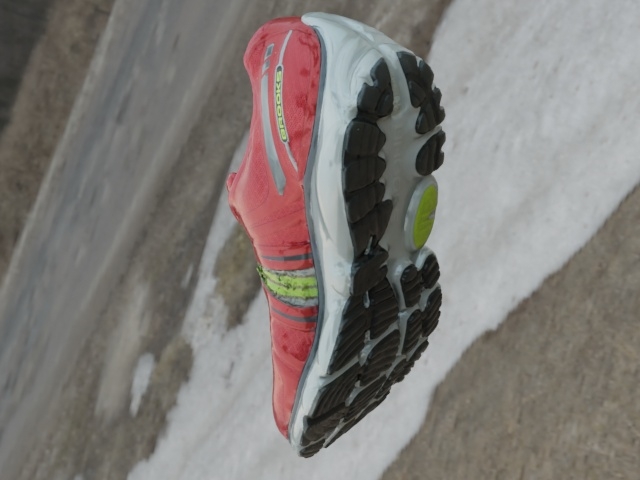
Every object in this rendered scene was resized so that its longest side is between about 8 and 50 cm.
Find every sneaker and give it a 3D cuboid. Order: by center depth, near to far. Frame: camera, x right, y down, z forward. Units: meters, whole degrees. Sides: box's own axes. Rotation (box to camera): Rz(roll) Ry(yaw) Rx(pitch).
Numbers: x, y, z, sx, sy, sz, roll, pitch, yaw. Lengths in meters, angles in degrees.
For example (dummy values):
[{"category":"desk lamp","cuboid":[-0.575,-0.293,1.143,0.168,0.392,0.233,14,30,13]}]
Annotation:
[{"category":"sneaker","cuboid":[0.000,0.000,0.605,0.118,0.107,0.279,31,131,34]}]
